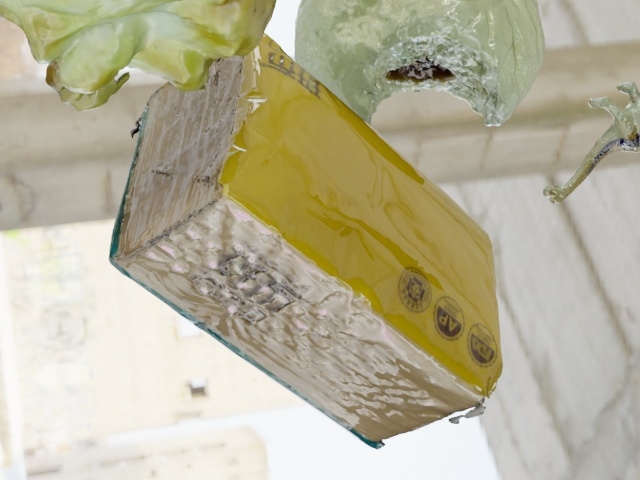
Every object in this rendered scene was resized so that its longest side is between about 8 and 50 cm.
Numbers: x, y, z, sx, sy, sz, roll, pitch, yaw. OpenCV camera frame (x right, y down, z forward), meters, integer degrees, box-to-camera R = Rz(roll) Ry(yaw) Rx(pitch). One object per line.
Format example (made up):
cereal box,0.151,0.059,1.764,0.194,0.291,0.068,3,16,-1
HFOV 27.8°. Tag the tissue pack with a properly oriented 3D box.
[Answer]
tissue pack,0.000,0.000,0.929,0.134,0.271,0.192,-32,-146,31

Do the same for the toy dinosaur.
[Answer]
toy dinosaur,0.218,-0.085,0.829,0.058,0.180,0.037,60,12,-30

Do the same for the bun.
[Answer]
bun,0.086,-0.182,1.080,0.204,0.212,0.126,51,-23,29

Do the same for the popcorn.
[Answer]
popcorn,-0.117,-0.192,0.757,0.221,0.184,0.204,44,26,-49
